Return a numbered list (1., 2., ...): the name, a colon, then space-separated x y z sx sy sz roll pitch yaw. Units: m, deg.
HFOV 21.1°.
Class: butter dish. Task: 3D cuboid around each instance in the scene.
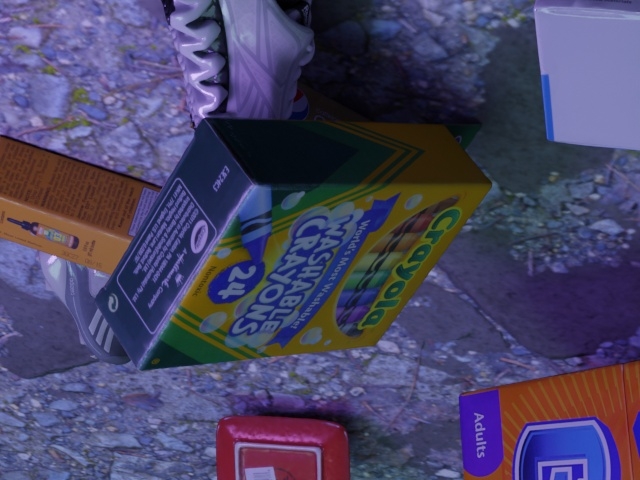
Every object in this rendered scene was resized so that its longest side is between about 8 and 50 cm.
1. butter dish: -0.032 0.270 1.998 0.160 0.118 0.160 2 102 15

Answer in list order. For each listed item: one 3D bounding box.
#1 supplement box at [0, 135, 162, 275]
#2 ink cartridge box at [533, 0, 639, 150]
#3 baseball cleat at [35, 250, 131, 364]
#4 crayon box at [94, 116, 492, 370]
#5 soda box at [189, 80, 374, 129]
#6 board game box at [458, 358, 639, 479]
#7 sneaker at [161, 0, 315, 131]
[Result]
1. supplement box: -0.222 -0.023 1.673 0.233 0.080 0.078 17 145 -7
2. ink cartridge box: 0.207 -0.179 1.189 0.082 0.190 0.139 5 145 16
3. baseball cleat: -0.216 0.065 1.802 0.109 0.072 0.206 -8 144 19
4. crayon box: 0.000 0.000 1.413 0.323 0.083 0.203 -3 137 -45
5. soda box: -0.018 -0.094 1.511 0.181 0.058 0.061 26 143 -18
6. board game box: 0.380 0.308 1.581 0.356 0.356 0.356 -15 160 36
7. sneaker: -0.055 -0.135 1.380 0.118 0.110 0.292 -16 127 -7
